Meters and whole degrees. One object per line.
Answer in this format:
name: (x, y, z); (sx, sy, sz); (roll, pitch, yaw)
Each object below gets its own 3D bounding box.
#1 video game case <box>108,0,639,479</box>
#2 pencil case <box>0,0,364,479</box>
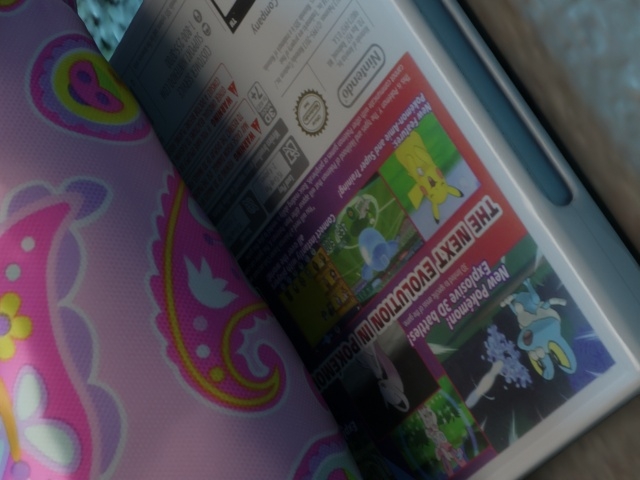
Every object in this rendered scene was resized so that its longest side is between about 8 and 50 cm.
video game case: (0.000, 0.000, 0.550); (0.183, 0.023, 0.201); (58, 145, 12)
pencil case: (-0.065, 0.053, 0.543); (0.284, 0.124, 0.124); (60, 146, 9)
